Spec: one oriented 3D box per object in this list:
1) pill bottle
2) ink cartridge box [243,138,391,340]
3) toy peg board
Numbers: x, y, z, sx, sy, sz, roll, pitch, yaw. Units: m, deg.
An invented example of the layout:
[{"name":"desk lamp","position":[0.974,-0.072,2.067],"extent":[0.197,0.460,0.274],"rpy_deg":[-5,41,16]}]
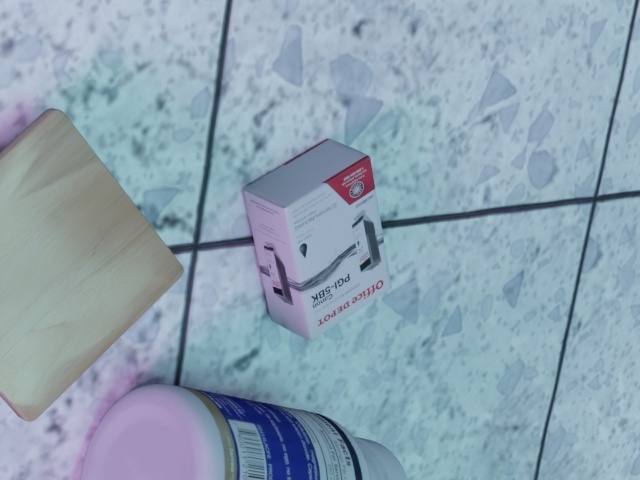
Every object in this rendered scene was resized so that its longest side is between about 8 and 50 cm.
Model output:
[{"name":"pill bottle","position":[-0.053,0.209,1.409],"extent":[0.265,0.153,0.153],"rpy_deg":[18,97,-46]},{"name":"ink cartridge box","position":[0.000,0.000,1.428],"extent":[0.099,0.056,0.135],"rpy_deg":[-33,128,-29]},{"name":"toy peg board","position":[-0.214,0.014,1.236],"extent":[0.161,0.079,0.160],"rpy_deg":[-45,118,-18]}]
